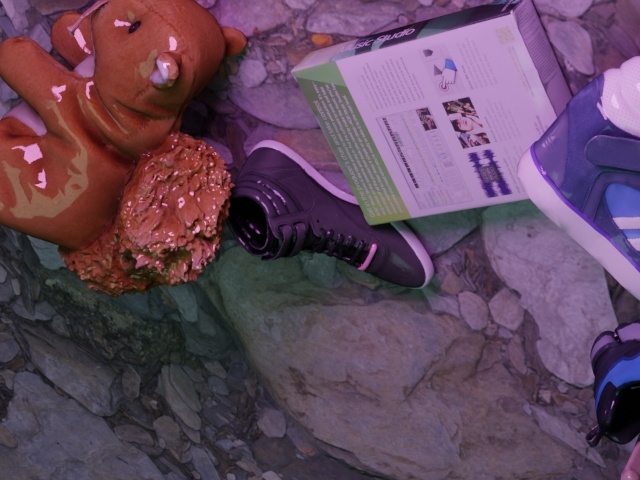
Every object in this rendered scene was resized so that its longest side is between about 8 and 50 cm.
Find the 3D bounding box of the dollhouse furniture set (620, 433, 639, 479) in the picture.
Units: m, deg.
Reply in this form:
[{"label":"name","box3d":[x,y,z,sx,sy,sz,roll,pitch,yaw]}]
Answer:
[{"label":"dollhouse furniture set","box3d":[0.432,0.271,1.580,0.197,0.301,0.151,38,136,3]}]

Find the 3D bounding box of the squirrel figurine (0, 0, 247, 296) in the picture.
[{"label":"squirrel figurine","box3d":[-0.235,-0.130,1.762,0.370,0.281,0.397,-35,86,30]}]

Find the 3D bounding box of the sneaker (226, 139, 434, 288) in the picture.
[{"label":"sneaker","box3d":[0.000,0.000,1.779,0.295,0.147,0.104,35,135,5]}]

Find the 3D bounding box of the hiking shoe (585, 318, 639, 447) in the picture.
[{"label":"hiking shoe","box3d":[0.413,0.124,1.435,0.113,0.132,0.304,36,133,-20]}]

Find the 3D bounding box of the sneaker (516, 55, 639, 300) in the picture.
[{"label":"sneaker","box3d":[0.396,-0.061,1.467,0.323,0.130,0.236,36,124,-17]}]

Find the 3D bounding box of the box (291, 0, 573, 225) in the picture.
[{"label":"box","box3d":[0.145,-0.146,1.628,0.322,0.058,0.232,-9,118,38]}]
